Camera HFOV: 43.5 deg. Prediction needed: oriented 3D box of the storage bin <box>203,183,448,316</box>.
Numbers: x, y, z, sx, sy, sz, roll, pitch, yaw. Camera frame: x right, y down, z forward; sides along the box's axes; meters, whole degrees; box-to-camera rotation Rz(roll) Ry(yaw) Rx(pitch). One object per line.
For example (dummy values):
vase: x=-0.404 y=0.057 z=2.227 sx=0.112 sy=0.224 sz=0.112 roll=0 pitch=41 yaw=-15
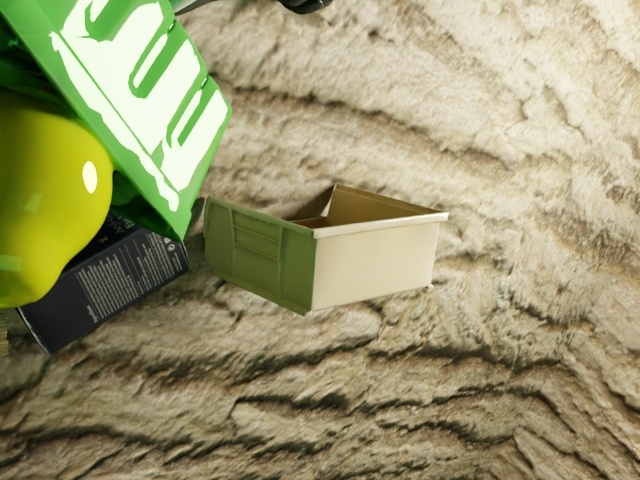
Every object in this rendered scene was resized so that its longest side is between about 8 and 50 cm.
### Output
storage bin: x=0.000 y=0.000 z=1.199 sx=0.262 sy=0.260 sz=0.123 roll=-9 pitch=110 yaw=-41

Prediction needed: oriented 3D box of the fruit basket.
fruit basket: x=-0.288 y=-0.108 z=0.787 sx=0.392 sy=0.283 sz=0.391 roll=-32 pitch=134 yaw=-42

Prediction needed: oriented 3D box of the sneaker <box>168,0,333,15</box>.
sneaker: x=-0.066 y=-0.318 z=0.978 sx=0.296 sy=0.105 sz=0.146 roll=-41 pitch=137 yaw=-18

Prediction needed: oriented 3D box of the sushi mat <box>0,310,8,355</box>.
sushi mat: x=-0.529 y=0.119 z=0.918 sx=0.317 sy=0.019 sz=0.151 roll=-13 pitch=132 yaw=-25

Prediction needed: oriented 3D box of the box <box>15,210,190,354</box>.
box: x=-0.294 y=0.015 z=0.997 sx=0.207 sy=0.153 sz=0.108 roll=-33 pitch=139 yaw=-21
